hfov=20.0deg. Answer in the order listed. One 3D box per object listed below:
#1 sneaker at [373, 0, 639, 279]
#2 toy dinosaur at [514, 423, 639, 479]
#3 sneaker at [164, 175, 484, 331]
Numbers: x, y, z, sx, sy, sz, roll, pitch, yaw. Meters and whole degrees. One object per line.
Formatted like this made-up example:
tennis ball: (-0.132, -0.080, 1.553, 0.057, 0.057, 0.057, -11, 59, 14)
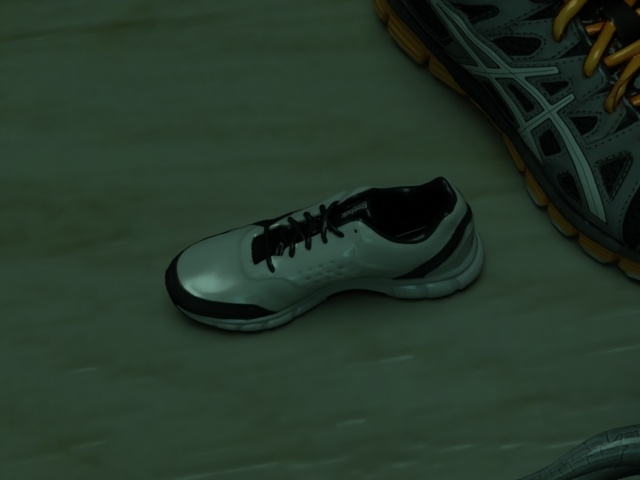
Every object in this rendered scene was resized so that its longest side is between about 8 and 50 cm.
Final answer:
sneaker: (0.093, -0.064, 0.619, 0.084, 0.083, 0.215, -38, 62, -21)
toy dinosaur: (0.216, 0.008, 0.523, 0.313, 0.121, 0.160, -37, 58, -23)
sneaker: (0.000, 0.000, 0.608, 0.109, 0.044, 0.040, -12, 57, 0)
